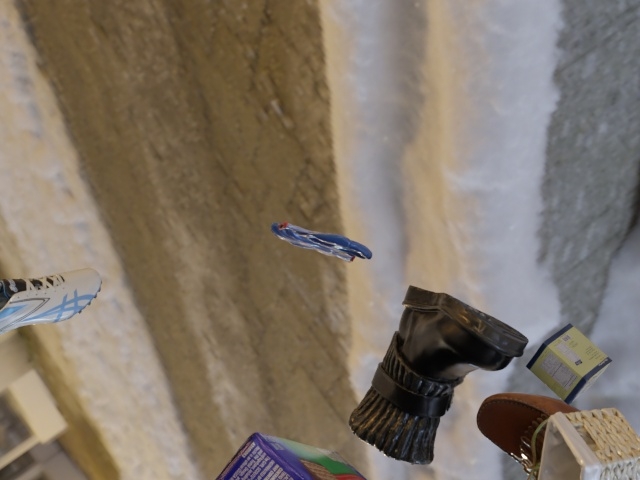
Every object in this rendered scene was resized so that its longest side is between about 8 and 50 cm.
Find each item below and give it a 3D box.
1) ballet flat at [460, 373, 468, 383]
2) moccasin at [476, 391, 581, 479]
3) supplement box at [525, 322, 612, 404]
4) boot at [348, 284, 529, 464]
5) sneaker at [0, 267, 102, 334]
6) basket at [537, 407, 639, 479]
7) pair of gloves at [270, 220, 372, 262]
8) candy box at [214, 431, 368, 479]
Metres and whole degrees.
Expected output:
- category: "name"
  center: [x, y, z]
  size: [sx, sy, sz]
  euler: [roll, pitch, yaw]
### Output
- category: "ballet flat"
  center: [0.193, 0.203, 2.088]
  size: [0.095, 0.096, 0.280]
  euler: [56, -175, -9]
- category: "moccasin"
  center: [0.396, 0.366, 1.814]
  size: [0.380, 0.147, 0.139]
  euler: [38, 128, 31]
- category: "supplement box"
  center: [0.363, 0.179, 1.687]
  size: [0.083, 0.083, 0.056]
  euler: [43, 131, 20]
- category: "boot"
  center: [0.172, 0.218, 1.738]
  size: [0.131, 0.260, 0.348]
  euler: [25, 177, -12]
- category: "sneaker"
  center: [-0.466, 0.091, 1.870]
  size: [0.085, 0.237, 0.086]
  euler: [48, 147, 41]
- category: "basket"
  center: [0.363, 0.317, 1.539]
  size: [0.113, 0.103, 0.167]
  euler: [-118, 23, -54]
- category: "pair of gloves"
  center: [0.000, 0.000, 1.892]
  size: [0.159, 0.023, 0.198]
  euler: [19, 171, -9]
- category: "candy box"
  center: [0.055, 0.345, 1.169]
  size: [0.317, 0.122, 0.268]
  euler: [39, -179, 23]
